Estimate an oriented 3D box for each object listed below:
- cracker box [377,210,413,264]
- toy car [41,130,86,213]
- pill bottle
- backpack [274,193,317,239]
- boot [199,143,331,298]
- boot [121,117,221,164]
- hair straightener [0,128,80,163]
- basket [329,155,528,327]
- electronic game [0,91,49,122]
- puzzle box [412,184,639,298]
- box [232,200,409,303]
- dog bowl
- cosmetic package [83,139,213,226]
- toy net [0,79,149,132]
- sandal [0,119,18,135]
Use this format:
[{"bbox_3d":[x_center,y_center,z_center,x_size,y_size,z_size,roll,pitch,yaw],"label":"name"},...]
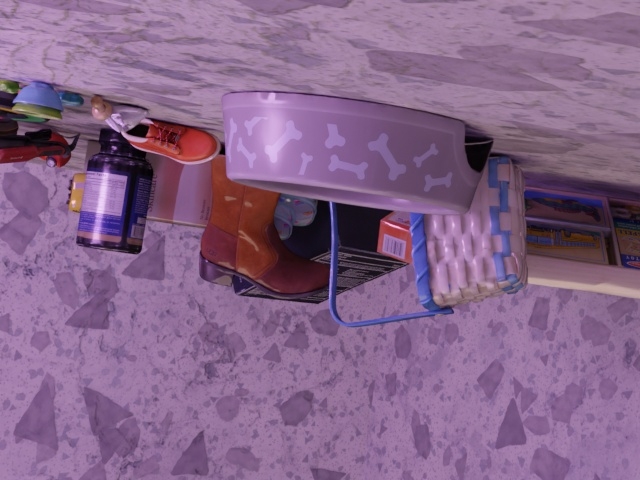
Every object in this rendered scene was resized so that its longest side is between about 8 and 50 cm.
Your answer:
[{"bbox_3d":[0.223,-0.022,2.026,0.155,0.067,0.232,21,-148,27],"label":"cracker box"},{"bbox_3d":[-0.453,-0.160,2.368,0.225,0.053,0.239,-16,-127,-40],"label":"toy car"},{"bbox_3d":[-0.374,-0.090,2.163,0.122,0.219,0.123,9,179,0],"label":"pill bottle"},{"bbox_3d":[-0.095,-0.082,2.270,0.188,0.145,0.166,0,158,-2],"label":"backpack"},{"bbox_3d":[-0.084,-0.041,2.162,0.264,0.281,0.096,13,-150,2],"label":"boot"},{"bbox_3d":[-0.239,-0.159,1.860,0.157,0.059,0.084,9,174,9],"label":"boot"},{"bbox_3d":[-0.554,-0.197,2.247,0.089,0.047,0.230,51,-146,17],"label":"hair straightener"},{"bbox_3d":[0.150,-0.005,1.692,0.288,0.255,0.201,-2,172,13],"label":"basket"},{"bbox_3d":[-0.519,-0.206,1.759,0.229,0.048,0.229,8,179,0],"label":"electronic game"},{"bbox_3d":[0.358,-0.011,1.901,0.408,0.052,0.272,8,-152,4],"label":"puzzle box"},{"bbox_3d":[0.000,0.000,2.531,0.294,0.183,0.296,-24,160,32],"label":"box"},{"bbox_3d":[0.040,-0.102,1.470,0.348,0.102,0.349,9,179,0],"label":"dog bowl"},{"bbox_3d":[-0.365,-0.118,2.534,0.296,0.153,0.129,7,178,-10],"label":"cosmetic package"},{"bbox_3d":[-0.347,-0.183,1.661,0.122,0.045,0.232,7,179,40],"label":"toy net"},{"bbox_3d":[-0.616,-0.213,2.088,0.090,0.060,0.219,14,-164,24],"label":"sandal"}]
